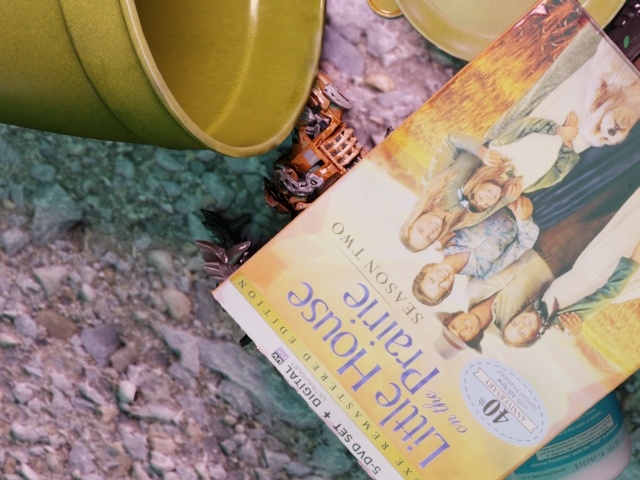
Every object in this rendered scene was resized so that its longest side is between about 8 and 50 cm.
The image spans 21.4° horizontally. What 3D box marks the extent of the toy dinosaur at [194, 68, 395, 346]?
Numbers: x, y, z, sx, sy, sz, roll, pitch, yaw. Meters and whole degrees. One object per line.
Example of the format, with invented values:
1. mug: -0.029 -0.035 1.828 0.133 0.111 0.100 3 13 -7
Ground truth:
1. toy dinosaur: 0.000 0.000 1.651 0.218 0.164 0.322 -19 81 2

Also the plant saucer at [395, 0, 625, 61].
1. plant saucer: 0.174 -0.280 1.552 0.241 0.037 0.241 0 107 2

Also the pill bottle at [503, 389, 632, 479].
1. pill bottle: 0.197 0.113 1.635 0.146 0.146 0.264 -15 104 17

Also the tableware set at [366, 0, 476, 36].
1. tableware set: 0.089 -0.249 1.606 0.154 0.024 0.104 35 112 -1

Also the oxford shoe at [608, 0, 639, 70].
1. oxford shoe: 0.308 -0.166 1.546 0.096 0.083 0.227 35 115 -18

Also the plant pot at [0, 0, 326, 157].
1. plant pot: -0.232 -0.247 1.533 0.353 0.366 0.366 -2 108 26

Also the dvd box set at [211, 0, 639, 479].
1. dvd box set: 0.155 0.021 1.514 0.420 0.062 0.307 -41 90 12
